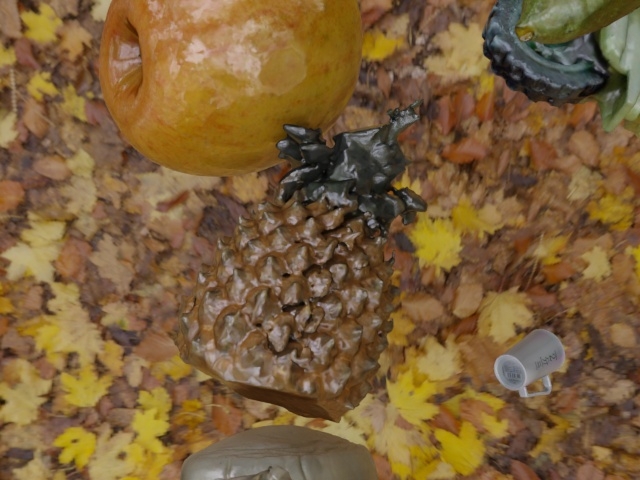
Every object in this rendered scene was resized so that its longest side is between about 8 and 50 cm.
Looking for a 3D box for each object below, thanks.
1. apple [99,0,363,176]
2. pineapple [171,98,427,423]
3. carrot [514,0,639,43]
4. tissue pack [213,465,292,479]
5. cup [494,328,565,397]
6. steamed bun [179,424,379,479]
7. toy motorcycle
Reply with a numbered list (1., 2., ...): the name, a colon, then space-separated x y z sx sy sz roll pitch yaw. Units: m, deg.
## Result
1. apple: -0.111 -0.222 1.039 0.275 0.299 0.299 -20 78 -24
2. pineapple: -0.001 0.000 0.958 0.223 0.223 0.357 21 77 8
3. carrot: 0.253 -0.212 0.542 0.359 0.074 0.074 -36 79 -13
4. tissue pack: -0.013 0.274 0.486 0.215 0.123 0.256 41 40 -11
5. cup: 0.346 0.211 1.484 0.074 0.116 0.104 -8 100 46
6. steamed bun: -0.032 0.407 1.377 0.236 0.383 0.246 -4 80 24
7. toy motorcycle: 0.317 -0.268 0.903 0.237 0.168 0.410 27 61 5
